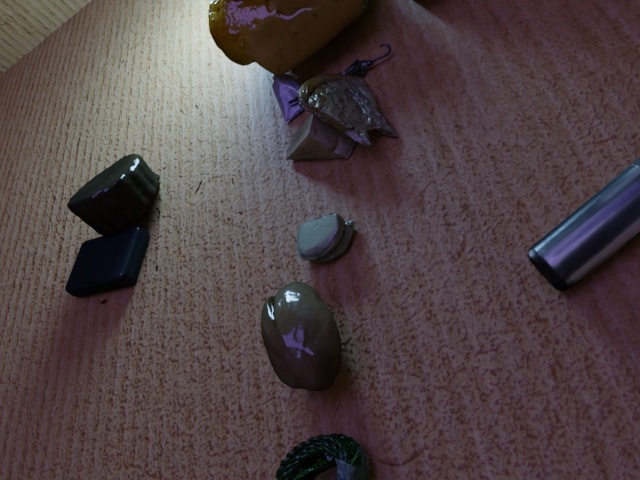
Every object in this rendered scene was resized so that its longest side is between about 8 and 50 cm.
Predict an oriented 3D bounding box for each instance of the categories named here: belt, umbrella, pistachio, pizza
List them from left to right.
[{"bbox_3d":[-0.032,0.152,1.006,0.135,0.136,0.226,-38,35,11],"label":"pistachio"},{"bbox_3d":[0.009,0.348,0.884,0.151,0.079,0.121,-54,53,11],"label":"belt"},{"bbox_3d":[0.042,-0.362,1.374,0.268,0.044,0.044,-26,86,22],"label":"umbrella"},{"bbox_3d":[0.054,-0.270,1.237,0.181,0.034,0.262,-10,46,-24],"label":"pizza"}]

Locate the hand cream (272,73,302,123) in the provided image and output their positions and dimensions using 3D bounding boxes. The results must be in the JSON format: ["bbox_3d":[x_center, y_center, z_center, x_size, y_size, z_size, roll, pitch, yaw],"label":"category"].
[{"bbox_3d":[-0.075,-0.350,1.460,0.084,0.053,0.142,-37,60,13],"label":"hand cream"}]

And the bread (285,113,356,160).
[{"bbox_3d":[0.000,-0.207,1.311,0.152,0.105,0.077,-30,36,65],"label":"bread"}]

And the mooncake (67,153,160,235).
[{"bbox_3d":[-0.520,-0.117,1.565,0.228,0.124,0.228,-28,28,16],"label":"mooncake"}]

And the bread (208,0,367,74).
[{"bbox_3d":[-0.094,-0.592,1.461,0.394,0.250,0.361,-31,35,18],"label":"bread"}]

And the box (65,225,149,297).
[{"bbox_3d":[-0.535,0.054,1.530,0.230,0.050,0.160,-12,54,31],"label":"box"}]

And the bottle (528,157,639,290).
[{"bbox_3d":[0.404,-0.036,0.839,0.253,0.079,0.096,-42,6,9],"label":"bottle"}]

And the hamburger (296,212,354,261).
[{"bbox_3d":[0.002,0.002,1.145,0.121,0.054,0.084,-9,60,37],"label":"hamburger"}]
